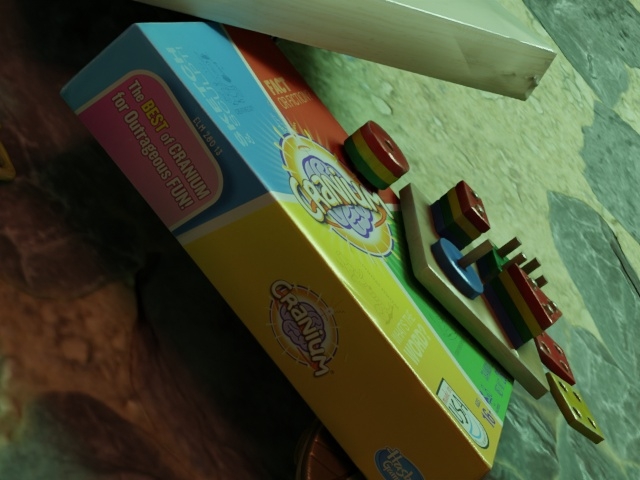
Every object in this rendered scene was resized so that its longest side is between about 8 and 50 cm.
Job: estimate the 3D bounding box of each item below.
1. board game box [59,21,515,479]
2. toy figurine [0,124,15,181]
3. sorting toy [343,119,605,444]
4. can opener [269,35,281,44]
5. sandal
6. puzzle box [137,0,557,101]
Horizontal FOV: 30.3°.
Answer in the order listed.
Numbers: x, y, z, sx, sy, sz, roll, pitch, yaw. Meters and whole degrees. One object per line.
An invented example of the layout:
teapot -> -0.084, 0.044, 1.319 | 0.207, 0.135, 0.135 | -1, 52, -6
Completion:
board game box -> 0.000, 0.000, 0.763 | 0.316, 0.064, 0.242 | 51, 17, -1
toy figurine -> -0.221, -0.160, 0.521 | 0.362, 0.217, 0.191 | 3, 54, -60
sorting toy -> 0.124, 0.029, 0.830 | 0.274, 0.046, 0.132 | 45, 18, -21
can opener -> -0.028, -0.206, 0.991 | 0.073, 0.059, 0.186 | 49, 33, -2
sandal -> 0.011, 0.131, 0.725 | 0.072, 0.049, 0.180 | 49, 18, -11
puzzle box -> -0.035, -0.228, 0.900 | 0.409, 0.052, 0.272 | 8, 32, -40
